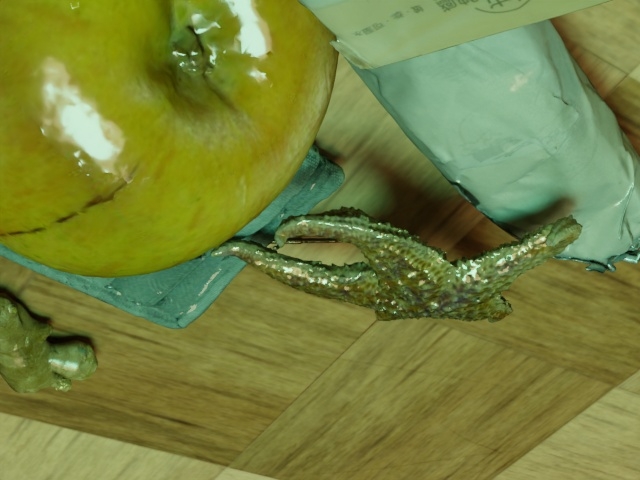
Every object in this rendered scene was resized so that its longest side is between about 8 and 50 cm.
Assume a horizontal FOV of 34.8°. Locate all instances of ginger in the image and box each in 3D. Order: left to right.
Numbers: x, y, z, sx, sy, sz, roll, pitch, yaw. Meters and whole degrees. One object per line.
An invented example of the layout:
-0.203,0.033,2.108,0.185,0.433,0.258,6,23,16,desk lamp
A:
-0.315,0.089,0.957,0.193,0.053,0.176,-3,142,-5,ginger

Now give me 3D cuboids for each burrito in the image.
0.167,-0.081,0.823,0.139,0.101,0.445,-31,134,22,burrito

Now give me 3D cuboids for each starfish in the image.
0.079,0.040,0.886,0.299,0.060,0.302,-6,159,15,starfish

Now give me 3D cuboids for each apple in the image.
-0.124,-0.118,0.601,0.286,0.233,0.286,-5,100,-34,apple

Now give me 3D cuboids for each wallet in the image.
-0.176,-0.054,0.818,0.342,0.075,0.237,30,122,-33,wallet

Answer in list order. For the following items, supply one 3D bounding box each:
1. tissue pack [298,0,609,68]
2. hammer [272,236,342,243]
0.141,-0.217,0.508,0.305,0.239,0.238,-12,141,34,tissue pack
0.000,0.000,0.944,0.122,0.014,0.029,-2,128,-6,hammer
